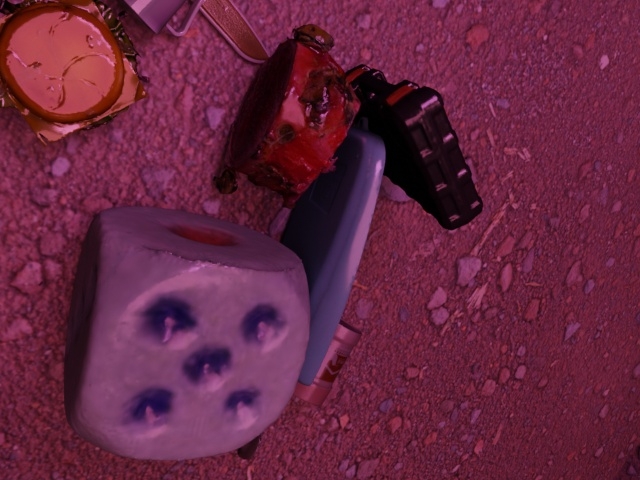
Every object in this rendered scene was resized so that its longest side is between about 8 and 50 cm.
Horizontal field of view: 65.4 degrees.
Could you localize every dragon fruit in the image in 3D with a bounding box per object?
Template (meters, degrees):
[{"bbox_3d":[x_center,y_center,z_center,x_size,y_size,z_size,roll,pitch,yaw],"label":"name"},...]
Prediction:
[{"bbox_3d":[-0.036,-0.162,0.725,0.147,0.211,0.282,20,123,-26],"label":"dragon fruit"}]

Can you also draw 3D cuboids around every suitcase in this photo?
[{"bbox_3d":[0.124,-0.151,0.755,0.066,0.285,0.206,-33,120,1],"label":"suitcase"}]

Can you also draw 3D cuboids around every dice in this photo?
[{"bbox_3d":[-0.188,0.111,0.682,0.265,0.268,0.262,10,103,-32],"label":"dice"}]

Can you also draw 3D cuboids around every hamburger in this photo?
[{"bbox_3d":[-0.314,-0.211,0.608,0.190,0.093,0.164,-23,114,-22],"label":"hamburger"}]

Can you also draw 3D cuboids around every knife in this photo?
[{"bbox_3d":[-0.157,-0.341,0.693,0.256,0.022,0.046,43,80,-32],"label":"knife"}]

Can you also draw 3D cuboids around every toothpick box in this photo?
[{"bbox_3d":[-0.001,0.211,0.916,0.098,0.098,0.149,30,90,-33],"label":"toothpick box"}]

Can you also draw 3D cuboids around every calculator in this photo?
[{"bbox_3d":[0.000,0.000,0.756,0.054,0.256,0.386,16,101,-20],"label":"calculator"}]

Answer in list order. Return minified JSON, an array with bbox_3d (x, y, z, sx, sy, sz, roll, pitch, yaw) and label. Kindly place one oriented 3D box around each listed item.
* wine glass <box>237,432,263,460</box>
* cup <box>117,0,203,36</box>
[{"bbox_3d":[-0.224,0.308,0.846,0.262,0.074,0.074,32,90,-31],"label":"wine glass"},{"bbox_3d":[-0.195,-0.321,0.644,0.116,0.074,0.104,-44,144,2],"label":"cup"}]
